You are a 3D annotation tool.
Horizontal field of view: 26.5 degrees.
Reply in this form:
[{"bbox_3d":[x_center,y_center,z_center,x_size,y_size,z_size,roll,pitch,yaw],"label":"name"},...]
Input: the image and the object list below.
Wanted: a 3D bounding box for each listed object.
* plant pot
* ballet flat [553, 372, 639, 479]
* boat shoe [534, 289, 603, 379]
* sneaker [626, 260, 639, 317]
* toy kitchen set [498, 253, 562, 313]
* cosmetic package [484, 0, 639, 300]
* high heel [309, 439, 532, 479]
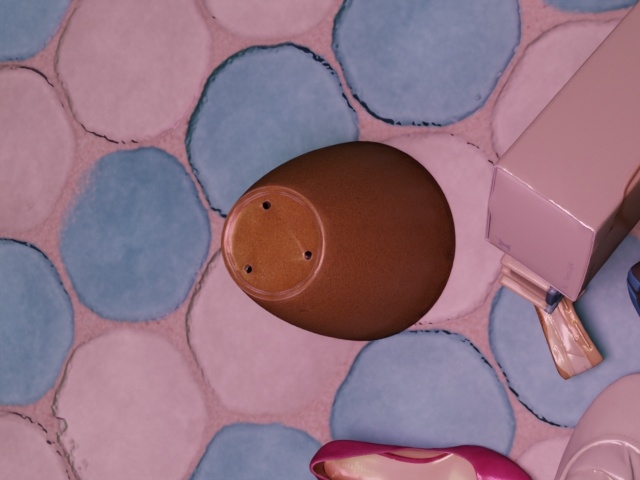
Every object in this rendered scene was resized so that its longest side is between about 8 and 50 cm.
[{"bbox_3d":[0.000,0.000,1.490,0.237,0.254,0.237,0,90,22],"label":"plant pot"},{"bbox_3d":[0.278,0.334,1.445,0.139,0.139,0.400,28,100,20],"label":"ballet flat"},{"bbox_3d":[0.263,0.065,1.490,0.059,0.063,0.170,-19,83,8],"label":"boat shoe"},{"bbox_3d":[0.477,0.101,1.388,0.341,0.125,0.139,32,75,22],"label":"sneaker"},{"bbox_3d":[0.287,-0.019,1.385,0.122,0.166,0.207,32,85,12],"label":"toy kitchen set"},{"bbox_3d":[0.291,-0.112,1.270,0.113,0.160,0.309,36,72,18],"label":"cosmetic package"},{"bbox_3d":[0.112,0.265,1.518,0.244,0.117,0.082,13,95,22],"label":"high heel"}]
